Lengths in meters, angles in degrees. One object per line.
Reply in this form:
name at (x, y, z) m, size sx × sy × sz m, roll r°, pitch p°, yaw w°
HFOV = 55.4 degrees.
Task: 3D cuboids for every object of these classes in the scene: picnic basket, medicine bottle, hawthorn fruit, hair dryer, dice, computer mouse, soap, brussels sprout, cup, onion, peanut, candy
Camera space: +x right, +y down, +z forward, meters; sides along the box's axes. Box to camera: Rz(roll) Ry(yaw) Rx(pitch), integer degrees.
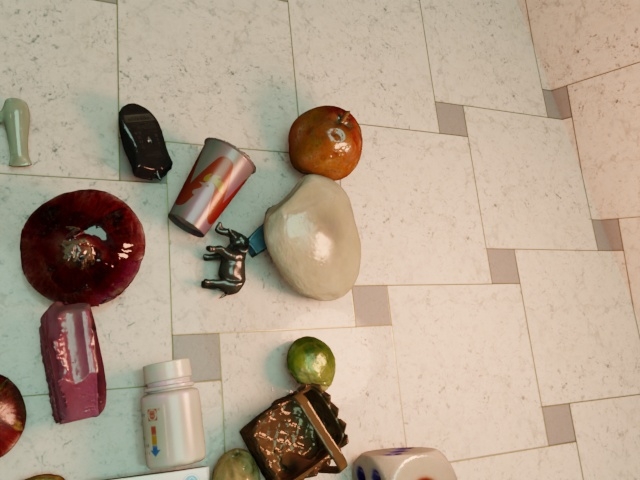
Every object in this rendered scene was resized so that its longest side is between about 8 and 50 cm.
picnic basket at (-0.057, 0.581, 1.826) m, size 0.291 × 0.321 × 0.254 m, roll -29°, pitch 85°, yaw -31°
medicine bottle at (-0.428, 0.495, 1.753) m, size 0.170 × 0.170 × 0.292 m, roll -4°, pitch 78°, yaw -26°
hawthorn fruit at (0.031, -0.358, 2.156) m, size 0.277 × 0.298 × 0.277 m, roll 15°, pitch 55°, yaw -23°
hair dryer at (-0.986, -0.316, 1.802) m, size 0.237 × 0.075 × 0.206 m, roll -3°, pitch 82°, yaw -18°
dice at (0.270, 0.795, 1.953) m, size 0.259 × 0.251 × 0.243 m, roll 0°, pitch 77°, yaw -25°
computer mouse at (-0.575, -0.307, 1.972) m, size 0.147 × 0.088 × 0.264 m, roll -15°, pitch 82°, yaw -47°
soap at (-0.679, 0.330, 1.663) m, size 0.127 × 0.220 × 0.324 m, roll -8°, pitch 78°, yaw -36°
brussels sprout at (-0.026, 0.401, 1.990) m, size 0.180 × 0.144 × 0.161 m, roll 57°, pitch 16°, yaw -21°
cup at (-0.362, -0.164, 1.983) m, size 0.203 × 0.203 × 0.288 m, roll 33°, pitch 71°, yaw -13°
onion at (-0.672, 0.019, 1.716) m, size 0.348 × 0.285 × 0.347 m, roll 0°, pitch 89°, yaw -15°
onion at (-0.889, 0.453, 1.564) m, size 0.248 × 0.161 × 0.248 m, roll 1°, pitch 84°, yaw -6°
peanut at (-0.236, 0.763, 1.780) m, size 0.159 × 0.143 × 0.291 m, roll -10°, pitch 79°, yaw -50°
candy at (0.000, 0.000, 2.062) m, size 0.386 × 0.186 × 0.426 m, roll -35°, pitch 110°, yaw -37°

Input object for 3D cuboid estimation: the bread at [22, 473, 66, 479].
bread at (-0.738, 0.729, 1.581) m, size 0.236 × 0.070 × 0.236 m, roll 6°, pitch 72°, yaw -18°

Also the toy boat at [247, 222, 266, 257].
toy boat at (-0.185, -0.021, 2.090) m, size 0.185 × 0.077 × 0.075 m, roll -45°, pitch 97°, yaw -20°

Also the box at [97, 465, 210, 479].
box at (-0.481, 0.758, 1.708) m, size 0.343 × 0.065 × 0.200 m, roll 2°, pitch 75°, yaw -25°

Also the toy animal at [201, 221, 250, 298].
toy animal at (-0.308, 0.064, 1.986) m, size 0.146 × 0.114 × 0.245 m, roll 4°, pitch 95°, yaw -18°
